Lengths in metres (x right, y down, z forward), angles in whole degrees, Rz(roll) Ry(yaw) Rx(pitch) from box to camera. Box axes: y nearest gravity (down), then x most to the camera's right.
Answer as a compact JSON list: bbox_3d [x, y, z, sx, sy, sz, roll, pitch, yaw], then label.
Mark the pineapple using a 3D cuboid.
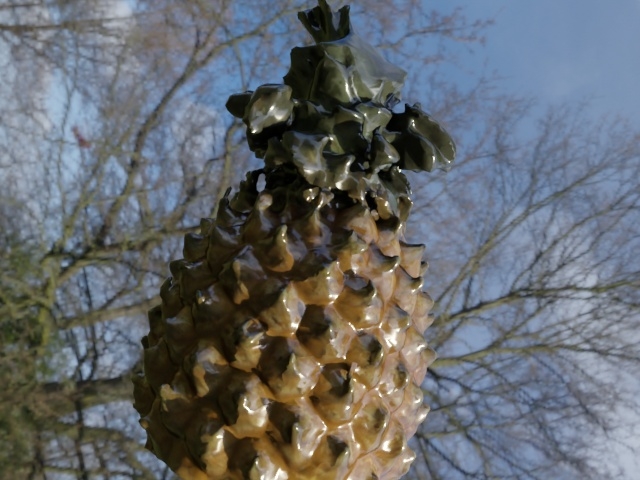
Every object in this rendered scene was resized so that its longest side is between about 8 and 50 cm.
[{"bbox_3d":[0.002,0.001,0.591,0.223,0.223,0.357,20,-85,63],"label":"pineapple"}]
